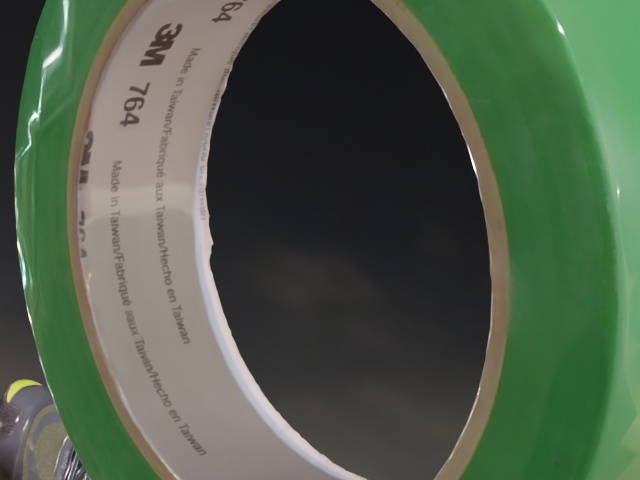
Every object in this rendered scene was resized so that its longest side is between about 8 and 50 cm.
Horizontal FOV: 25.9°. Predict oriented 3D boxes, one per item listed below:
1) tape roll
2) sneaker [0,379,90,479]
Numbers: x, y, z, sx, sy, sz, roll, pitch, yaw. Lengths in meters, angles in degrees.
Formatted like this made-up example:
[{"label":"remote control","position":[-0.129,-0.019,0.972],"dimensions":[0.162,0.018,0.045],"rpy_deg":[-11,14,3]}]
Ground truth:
[{"label":"tape roll","position":[0.000,0.000,0.549],"dimensions":[0.077,0.321,0.321],"rpy_deg":[-11,-3,-44]},{"label":"sneaker","position":[-0.171,0.205,1.141],"dimensions":[0.121,0.111,0.300],"rpy_deg":[5,-28,27]}]
